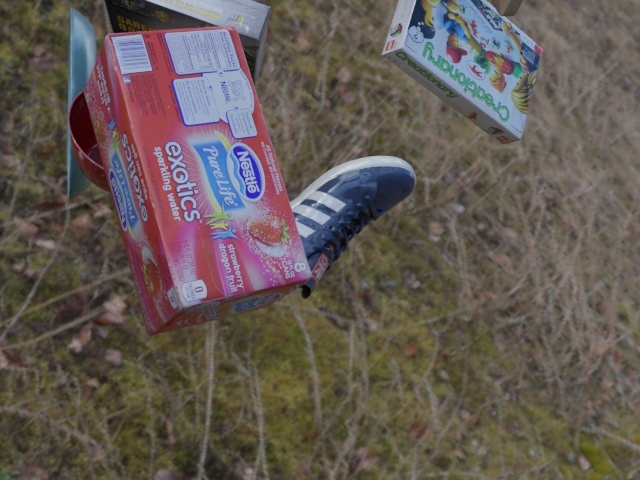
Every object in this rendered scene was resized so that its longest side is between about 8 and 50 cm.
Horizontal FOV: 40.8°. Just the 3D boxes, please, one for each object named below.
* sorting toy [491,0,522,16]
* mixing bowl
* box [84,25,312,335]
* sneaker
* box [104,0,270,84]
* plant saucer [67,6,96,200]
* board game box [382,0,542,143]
[{"bbox_3d":[0.129,-0.267,0.642,0.046,0.274,0.132,-7,57,-20],"label":"sorting toy"},{"bbox_3d":[-0.288,-0.134,1.263,0.182,0.098,0.181,16,51,-20],"label":"mixing bowl"},{"bbox_3d":[-0.119,-0.056,0.799,0.128,0.123,0.256,-12,79,-28],"label":"box"},{"bbox_3d":[0.000,0.000,1.315,0.131,0.350,0.148,57,8,-50],"label":"sneaker"},{"bbox_3d":[-0.193,-0.315,1.256,0.231,0.183,0.056,19,78,-4],"label":"box"},{"bbox_3d":[-0.399,-0.224,1.437,0.044,0.317,0.317,1,48,-16],"label":"plant saucer"},{"bbox_3d":[0.251,-0.322,1.475,0.305,0.053,0.193,29,69,-31],"label":"board game box"}]
